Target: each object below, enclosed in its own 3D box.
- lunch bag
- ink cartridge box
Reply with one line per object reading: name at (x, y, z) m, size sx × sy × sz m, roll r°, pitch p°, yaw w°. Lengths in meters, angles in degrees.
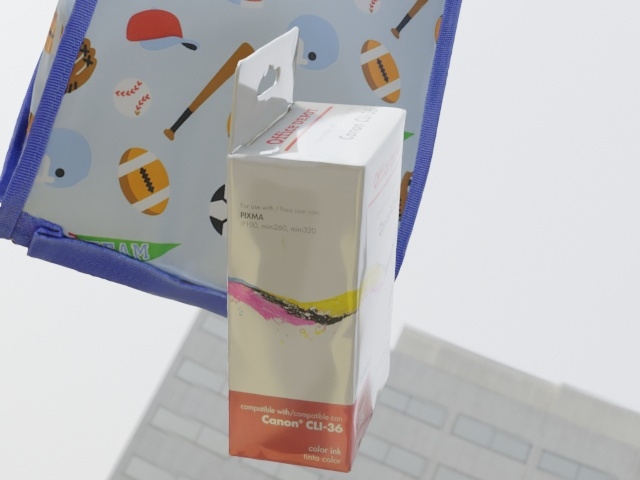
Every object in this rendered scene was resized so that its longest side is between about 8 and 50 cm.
lunch bag at (-0.077, -0.124, 0.983) m, size 0.328 × 0.385 × 0.239 m, roll 18°, pitch -25°, yaw -18°
ink cartridge box at (0.000, 0.000, 0.580) m, size 0.067 × 0.115 × 0.198 m, roll 6°, pitch -69°, yaw 12°
